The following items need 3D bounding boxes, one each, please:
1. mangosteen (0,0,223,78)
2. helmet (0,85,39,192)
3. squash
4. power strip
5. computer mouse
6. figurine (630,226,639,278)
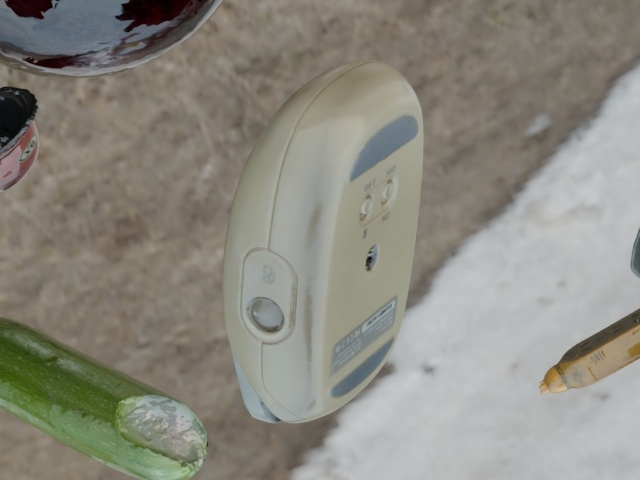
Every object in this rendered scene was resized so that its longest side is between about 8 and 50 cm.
[{"bbox_3d":[-0.197,-0.237,1.191,0.347,0.307,0.307,-26,141,-7],"label":"mangosteen"},{"bbox_3d":[-0.185,-0.051,1.104,0.084,0.065,0.049,8,143,36],"label":"helmet"},{"bbox_3d":[-0.179,0.117,1.430,0.069,0.239,0.069,-38,141,-40],"label":"squash"},{"bbox_3d":[0.268,0.087,1.691,0.178,0.049,0.028,-31,101,6],"label":"power strip"},{"bbox_3d":[0.000,0.000,1.199,0.145,0.082,0.236,-39,142,-46],"label":"computer mouse"},{"bbox_3d":[0.368,0.130,1.555,0.167,0.342,0.285,-4,165,-31],"label":"figurine"}]
